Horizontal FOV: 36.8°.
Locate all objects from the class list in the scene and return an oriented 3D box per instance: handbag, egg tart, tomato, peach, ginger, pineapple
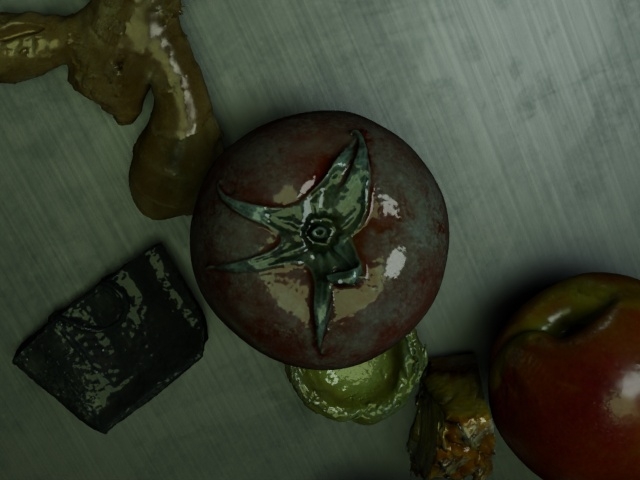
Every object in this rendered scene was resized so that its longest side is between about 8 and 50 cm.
[{"bbox_3d":[-0.274,0.139,1.311,0.270,0.088,0.175,-38,99,7],"label":"handbag"},{"bbox_3d":[0.046,0.158,1.338,0.197,0.078,0.197,-1,105,-3],"label":"egg tart"},{"bbox_3d":[0.000,0.000,1.171,0.317,0.282,0.316,0,89,-1],"label":"tomato"},{"bbox_3d":[0.388,0.203,1.278,0.308,0.307,0.332,-37,125,7],"label":"peach"},{"bbox_3d":[-0.220,-0.232,1.178,0.363,0.122,0.348,42,108,-5],"label":"ginger"},{"bbox_3d":[0.189,0.253,1.343,0.115,0.236,0.186,-2,62,-7],"label":"pineapple"}]
